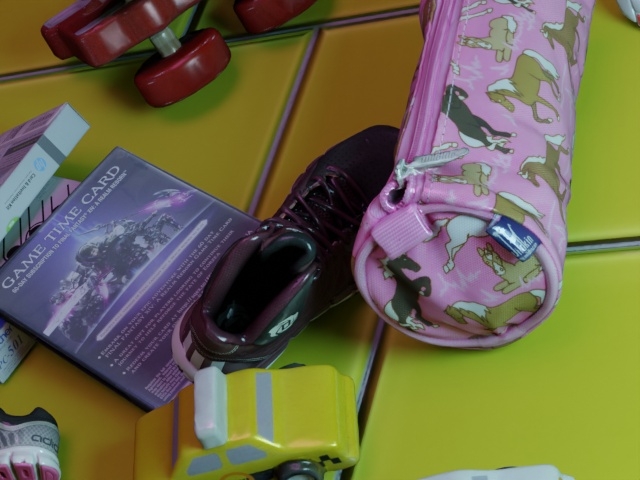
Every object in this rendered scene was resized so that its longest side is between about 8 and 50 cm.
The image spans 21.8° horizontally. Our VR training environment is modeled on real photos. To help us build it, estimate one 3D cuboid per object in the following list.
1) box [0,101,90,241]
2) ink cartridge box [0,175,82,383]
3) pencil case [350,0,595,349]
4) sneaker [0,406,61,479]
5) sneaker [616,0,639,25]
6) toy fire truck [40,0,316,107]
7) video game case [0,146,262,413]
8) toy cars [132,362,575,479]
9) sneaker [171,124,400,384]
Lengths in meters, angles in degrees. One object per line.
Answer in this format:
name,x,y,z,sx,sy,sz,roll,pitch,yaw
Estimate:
box,-0.319,-0.045,1.621,0.145,0.038,0.186,-16,33,51
ink cartridge box,-0.274,0.033,1.552,0.097,0.046,0.207,12,56,40
pencil case,0.132,-0.101,1.334,0.160,0.167,0.386,14,48,1
sneaker,-0.292,0.177,1.406,0.170,0.063,0.074,-8,45,18
sneaker,0.332,-0.216,1.437,0.158,0.061,0.065,9,28,37
toy fire truck,-0.144,-0.280,1.719,0.302,0.169,0.254,-37,22,-8
video game case,-0.146,0.038,1.446,0.274,0.026,0.196,27,66,34
toy cars,0.005,0.171,1.191,0.394,0.087,0.176,21,66,39
sneaker,0.000,0.000,1.309,0.106,0.162,0.281,39,71,4
